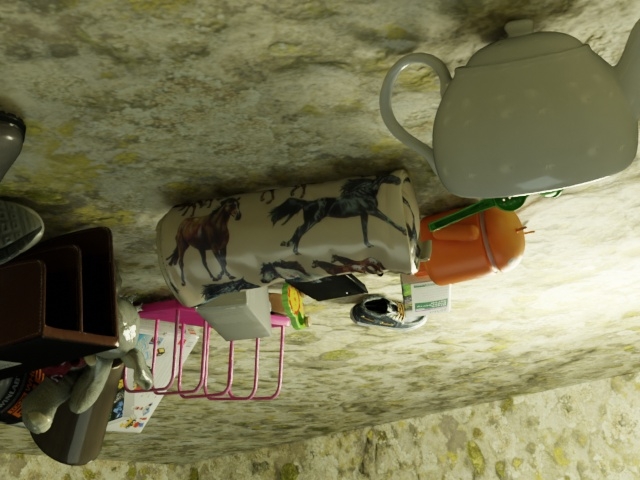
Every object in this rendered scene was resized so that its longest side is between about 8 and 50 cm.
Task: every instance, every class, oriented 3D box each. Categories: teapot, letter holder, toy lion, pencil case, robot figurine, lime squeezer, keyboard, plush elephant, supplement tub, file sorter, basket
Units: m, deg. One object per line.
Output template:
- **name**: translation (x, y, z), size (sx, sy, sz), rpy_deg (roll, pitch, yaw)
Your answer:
- **teapot**: translation (0.236, -0.162, 1.101), size (0.256, 0.187, 0.252), rpy_deg (-16, -169, -20)
- **letter holder**: translation (-0.482, 0.088, 1.508), size (0.302, 0.214, 0.152), rpy_deg (-17, 159, 32)
- **toy lion**: translation (-0.053, 0.133, 1.925), size (0.034, 0.100, 0.096), rpy_deg (-10, 178, 18)
- **pencil case**: translation (-0.037, 0.000, 1.471), size (0.410, 0.160, 0.183), rpy_deg (-9, 147, 8)
- **robot figurine**: translation (0.251, 0.005, 1.612), size (0.219, 0.128, 0.158), rpy_deg (-13, 127, 20)
- **lime squeezer**: translation (0.321, -0.084, 1.473), size (0.310, 0.059, 0.110), rpy_deg (-18, 170, 26)
- **keyboard**: translation (0.024, 0.054, 1.825), size (0.201, 0.033, 0.317), rpy_deg (-11, 160, 18)
- **plush elephant**: translation (-0.434, 0.175, 1.715), size (0.330, 0.272, 0.255), rpy_deg (-27, -174, -29)
- **supplement tub**: translation (-0.694, 0.296, 2.049), size (0.193, 0.193, 0.316), rpy_deg (-12, 159, 16)
- **file sorter**: translation (-0.242, 0.238, 1.976), size (0.290, 0.182, 0.202), rpy_deg (13, 163, -40)
- **basket**: translation (-0.493, 0.309, 1.944), size (0.154, 0.204, 0.227), rpy_deg (5, 123, -36)

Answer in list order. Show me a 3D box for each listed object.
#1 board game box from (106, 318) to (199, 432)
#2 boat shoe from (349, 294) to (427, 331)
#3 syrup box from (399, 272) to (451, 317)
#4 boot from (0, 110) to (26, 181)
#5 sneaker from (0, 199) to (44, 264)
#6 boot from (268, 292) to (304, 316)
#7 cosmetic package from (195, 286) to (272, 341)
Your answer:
- **board game box**: translation (-0.427, 0.306, 2.124), size (0.193, 0.053, 0.305), rpy_deg (14, 118, -41)
- **boat shoe**: translation (0.162, 0.160, 2.092), size (0.183, 0.065, 0.083), rpy_deg (2, 160, -18)
- **syrup box**: translation (0.200, 0.071, 1.821), size (0.093, 0.096, 0.237), rpy_deg (-7, 159, 4)
- **boot**: translation (-0.464, -0.016, 1.229), size (0.118, 0.223, 0.338), rpy_deg (6, 157, -27)
- **sneaker**: translation (-0.544, 0.000, 1.466), size (0.297, 0.111, 0.129), rpy_deg (-12, 176, 23)
- **boot**: translation (-0.095, 0.145, 2.022), size (0.118, 0.042, 0.087), rpy_deg (11, 159, -30)
- **cosmetic package**: translation (-0.161, 0.099, 1.760), size (0.107, 0.127, 0.238), rpy_deg (-7, 158, 3)
